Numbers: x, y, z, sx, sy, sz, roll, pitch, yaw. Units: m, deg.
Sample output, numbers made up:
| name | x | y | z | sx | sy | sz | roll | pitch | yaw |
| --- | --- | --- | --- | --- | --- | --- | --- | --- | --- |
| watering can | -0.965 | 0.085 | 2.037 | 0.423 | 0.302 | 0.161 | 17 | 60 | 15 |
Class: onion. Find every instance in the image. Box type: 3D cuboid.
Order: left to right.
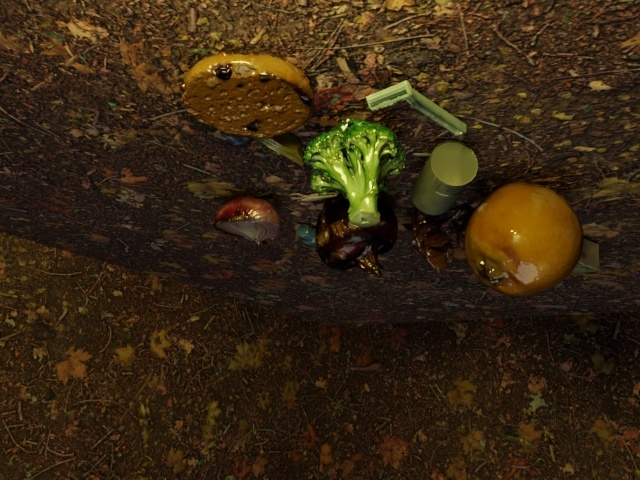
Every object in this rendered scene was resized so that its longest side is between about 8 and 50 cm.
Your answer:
| name | x | y | z | sx | sy | sz | roll | pitch | yaw |
| --- | --- | --- | --- | --- | --- | --- | --- | --- | --- |
| onion | -0.237 | -0.070 | 2.083 | 0.227 | 0.120 | 0.283 | 1 | 159 | 7 |

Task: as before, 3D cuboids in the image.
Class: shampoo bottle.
| name | x | y | z | sx | sy | sz | roll | pitch | yaw |
| --- | --- | --- | --- | --- | --- | --- | --- | --- | --- |
| shampoo bottle | 0.000 | 0.000 | 2.342 | 0.104 | 0.061 | 0.258 | -7 | 159 | 32 |

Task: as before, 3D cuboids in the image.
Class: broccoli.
| name | x | y | z | sx | sy | sz | roll | pitch | yaw |
| --- | --- | --- | --- | --- | --- | --- | --- | --- | --- |
| broccoli | 0.094 | -0.150 | 1.483 | 0.254 | 0.269 | 0.269 | -18 | 155 | 19 |

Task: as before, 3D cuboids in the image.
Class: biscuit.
| name | x | y | z | sx | sy | sz | roll | pitch | yaw |
| --- | --- | --- | --- | --- | --- | --- | --- | --- | --- |
| biscuit | -0.157 | -0.320 | 1.331 | 0.296 | 0.075 | 0.296 | 2 | 158 | 1 |

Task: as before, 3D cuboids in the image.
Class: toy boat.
| name | x | y | z | sx | sy | sz | roll | pitch | yaw |
| --- | --- | --- | --- | --- | --- | --- | --- | --- | --- |
| toy boat | -0.103 | -0.246 | 1.572 | 0.172 | 0.065 | 0.066 | 24 | 142 | -34 |

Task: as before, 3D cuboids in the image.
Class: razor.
| name | x | y | z | sx | sy | sz | roll | pitch | yaw |
| --- | --- | --- | --- | --- | --- | --- | --- | --- | --- |
| razor | 0.236 | -0.294 | 1.354 | 0.278 | 0.056 | 0.111 | 11 | 165 | -42 |

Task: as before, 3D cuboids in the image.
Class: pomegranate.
| name | x | y | z | sx | sy | sz | roll | pitch | yaw |
| --- | --- | --- | --- | --- | --- | --- | --- | --- | --- |
| pomegranate | 0.495 | -0.024 | 2.020 | 0.159 | 0.129 | 0.129 | 12 | 164 | 11 |

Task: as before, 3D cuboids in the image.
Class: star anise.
| name | x | y | z | sx | sy | sz | roll | pitch | yaw |
| --- | --- | --- | --- | --- | --- | --- | --- | --- | --- |
| star anise | 0.392 | -0.022 | 1.971 | 0.148 | 0.237 | 0.346 | -23 | 170 | -35 |

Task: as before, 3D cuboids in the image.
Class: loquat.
| name | x | y | z | sx | sy | sz | roll | pitch | yaw |
| --- | --- | --- | --- | --- | --- | --- | --- | --- | --- |
| loquat | 0.571 | -0.003 | 1.719 | 0.328 | 0.328 | 0.328 | 5 | 163 | 2 |

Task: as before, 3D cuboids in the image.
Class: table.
| name | x | y | z | sx | sy | sz | roll | pitch | yaw |
| --- | --- | --- | --- | --- | --- | --- | --- | --- | --- |
| table | 0.325 | -0.161 | 1.614 | 0.126 | 0.126 | 0.220 | 6 | 162 | -2 |

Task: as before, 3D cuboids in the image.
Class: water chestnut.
| name | x | y | z | sx | sy | sz | roll | pitch | yaw |
| --- | --- | --- | --- | --- | --- | --- | --- | --- | --- |
| water chestnut | 0.120 | -0.004 | 1.942 | 0.300 | 0.300 | 0.300 | 5 | 163 | 2 |

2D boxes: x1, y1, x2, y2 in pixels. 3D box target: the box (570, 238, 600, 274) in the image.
| name | x | y | z | sx | sy | sz | roll | pitch | yaw |
| --- | --- | --- | --- | --- | --- | --- | --- | --- | --- |
| box | 0.838 | 0.047 | 2.163 | 0.260 | 0.111 | 0.194 | 14 | 161 | -32 |

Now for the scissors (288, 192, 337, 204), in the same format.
| name | x | y | z | sx | sy | sz | roll | pitch | yaw |
| --- | --- | --- | --- | --- | --- | --- | --- | --- | --- |
| scissors | -0.018 | -0.140 | 1.959 | 0.176 | 0.022 | 0.085 | -3 | 157 | 36 |
